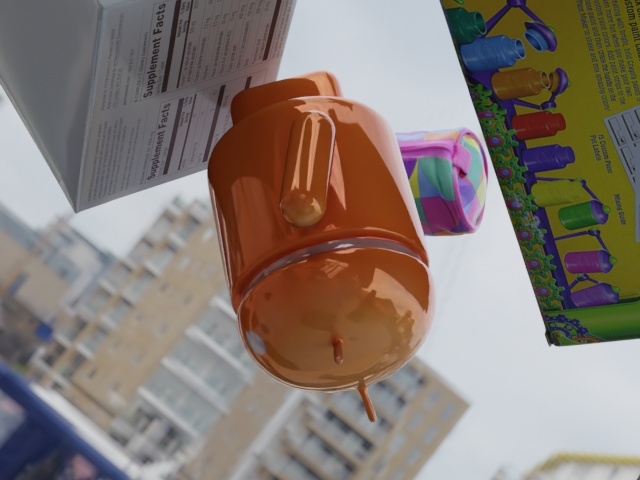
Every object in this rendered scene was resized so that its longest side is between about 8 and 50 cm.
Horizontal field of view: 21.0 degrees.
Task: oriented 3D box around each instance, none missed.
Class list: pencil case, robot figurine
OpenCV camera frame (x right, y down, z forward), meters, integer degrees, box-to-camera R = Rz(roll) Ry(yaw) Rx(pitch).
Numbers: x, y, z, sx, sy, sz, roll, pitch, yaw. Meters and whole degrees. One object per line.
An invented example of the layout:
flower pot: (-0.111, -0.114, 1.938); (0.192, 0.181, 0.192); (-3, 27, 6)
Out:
pencil case: (0.030, -0.049, 1.550); (0.236, 0.104, 0.104); (-2, -28, 20)
robot figurine: (-0.001, -0.001, 1.065); (0.128, 0.219, 0.158); (8, -38, -30)

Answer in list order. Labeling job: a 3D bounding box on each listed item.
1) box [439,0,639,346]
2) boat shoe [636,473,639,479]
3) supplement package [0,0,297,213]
box: (0.241, -0.108, 0.992); (0.279, 0.177, 0.290); (-6, -50, 19)
boat shoe: (0.196, 0.136, 0.802); (0.095, 0.257, 0.095); (36, 23, -39)
supplement package: (-0.148, -0.191, 1.146); (0.262, 0.145, 0.204); (57, -28, 26)
